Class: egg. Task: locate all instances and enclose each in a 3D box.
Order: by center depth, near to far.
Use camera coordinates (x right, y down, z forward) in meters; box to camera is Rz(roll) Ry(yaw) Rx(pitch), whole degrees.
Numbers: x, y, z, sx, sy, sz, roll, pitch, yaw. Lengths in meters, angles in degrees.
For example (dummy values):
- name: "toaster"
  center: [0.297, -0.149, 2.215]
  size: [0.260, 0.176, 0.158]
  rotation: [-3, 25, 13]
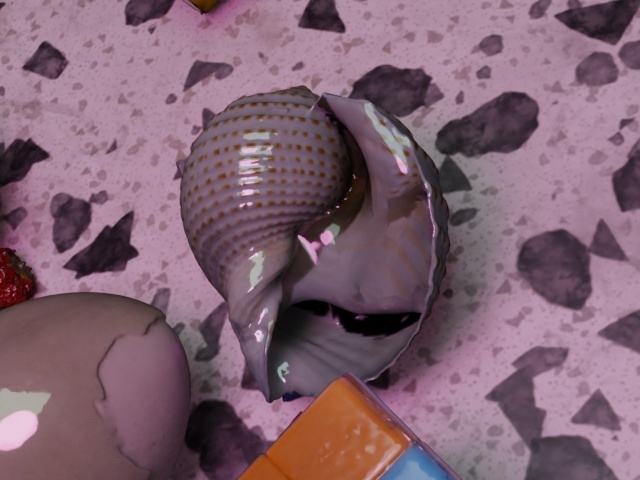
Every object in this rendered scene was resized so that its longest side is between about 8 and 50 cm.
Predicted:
- name: "egg"
  center: [-0.278, 0.200, 1.352]
  size: [0.336, 0.278, 0.278]
  rotation: [-38, 58, 4]

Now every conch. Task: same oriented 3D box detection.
- name: "conch"
  center: [0.007, -0.006, 1.381]
  size: [0.303, 0.215, 0.319]
  rotation: [-3, 96, 26]

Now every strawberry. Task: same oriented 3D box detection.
- name: "strawberry"
  center: [-0.389, 0.053, 1.590]
  size: [0.083, 0.073, 0.073]
  rotation: [-36, 58, 14]

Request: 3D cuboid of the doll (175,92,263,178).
- name: "doll"
  center: [-0.096, -0.117, 1.553]
  size: [0.180, 0.079, 0.094]
  rotation: [-33, 73, 19]

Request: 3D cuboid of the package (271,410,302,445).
- name: "package"
  center: [-0.013, 0.222, 1.382]
  size: [0.059, 0.029, 0.083]
  rotation: [-47, 50, -9]

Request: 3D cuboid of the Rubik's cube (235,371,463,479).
- name: "Rubik's cube"
  center: [0.053, 0.344, 1.145]
  size: [0.291, 0.290, 0.291]
  rotation: [-45, 58, -5]

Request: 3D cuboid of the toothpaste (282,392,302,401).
- name: "toothpaste"
  center: [-0.008, 0.152, 1.420]
  size: [0.083, 0.019, 0.027]
  rotation: [-19, 77, 16]

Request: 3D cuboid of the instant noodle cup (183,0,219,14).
- name: "instant noodle cup"
  center: [-0.158, -0.379, 1.648]
  size: [0.182, 0.182, 0.144]
  rotation: [41, 94, 31]
